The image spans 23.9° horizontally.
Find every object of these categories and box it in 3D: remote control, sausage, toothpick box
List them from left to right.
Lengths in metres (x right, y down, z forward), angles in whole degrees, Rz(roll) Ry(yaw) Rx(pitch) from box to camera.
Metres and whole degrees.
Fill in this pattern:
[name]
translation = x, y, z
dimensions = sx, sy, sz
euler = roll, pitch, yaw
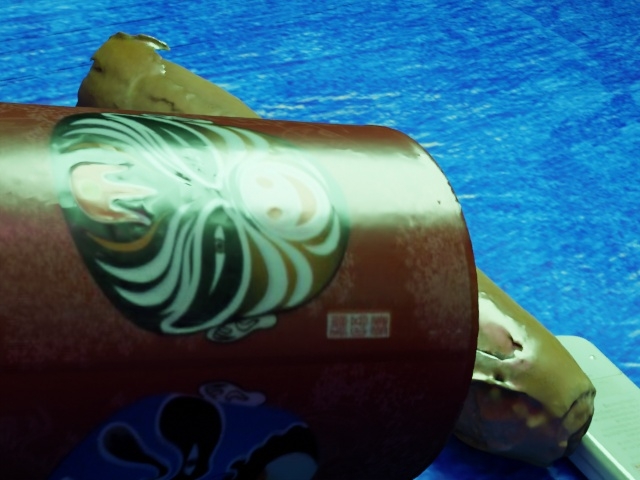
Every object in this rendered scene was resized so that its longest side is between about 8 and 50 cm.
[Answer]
[toothpick box]
translation = -0.114, 0.034, 0.735
dimensions = 0.333, 0.204, 0.204
euler = 1, 36, -31
[sausage]
translation = 0.000, 0.000, 0.976
dimensions = 0.419, 0.094, 0.094
euler = 37, 1, 25
[remote control]
translation = 0.191, 0.127, 0.954
dimensions = 0.087, 0.029, 0.190
euler = -6, 40, -40
